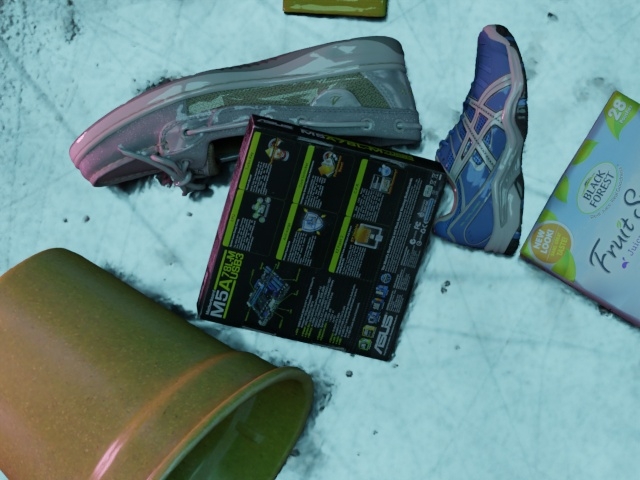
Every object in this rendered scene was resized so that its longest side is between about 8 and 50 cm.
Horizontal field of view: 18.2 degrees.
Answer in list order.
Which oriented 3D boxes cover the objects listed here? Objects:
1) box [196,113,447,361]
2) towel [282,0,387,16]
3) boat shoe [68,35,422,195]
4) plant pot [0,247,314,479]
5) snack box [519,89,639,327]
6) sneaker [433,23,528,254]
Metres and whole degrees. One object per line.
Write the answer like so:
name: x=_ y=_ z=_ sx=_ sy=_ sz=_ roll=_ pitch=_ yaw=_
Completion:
box: x=0.000 y=0.000 z=1.793 sx=0.184 sy=0.045 sz=0.190 roll=14 pitch=107 yaw=-8
towel: x=0.020 y=-0.329 z=1.859 sx=0.102 sy=0.021 sz=0.237 roll=5 pitch=98 yaw=11
boat shoe: x=-0.069 y=-0.100 z=1.823 sx=0.320 sy=0.118 sz=0.103 roll=-15 pitch=80 yaw=-3
plant pot: x=-0.190 y=0.149 z=1.757 sx=0.254 sy=0.276 sz=0.276 roll=38 pitch=89 yaw=17
snack box: x=0.310 y=-0.009 z=1.806 sx=0.207 sy=0.070 sz=0.174 roll=30 pitch=89 yaw=8
sneaker: x=0.146 y=-0.094 z=1.821 sx=0.081 sy=0.080 sz=0.211 roll=3 pitch=85 yaw=2
